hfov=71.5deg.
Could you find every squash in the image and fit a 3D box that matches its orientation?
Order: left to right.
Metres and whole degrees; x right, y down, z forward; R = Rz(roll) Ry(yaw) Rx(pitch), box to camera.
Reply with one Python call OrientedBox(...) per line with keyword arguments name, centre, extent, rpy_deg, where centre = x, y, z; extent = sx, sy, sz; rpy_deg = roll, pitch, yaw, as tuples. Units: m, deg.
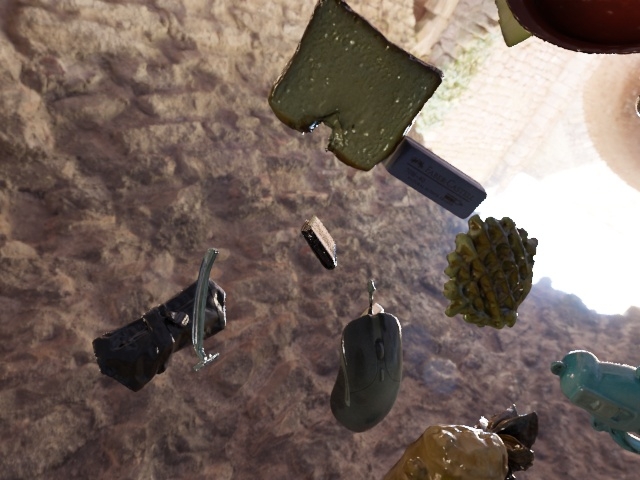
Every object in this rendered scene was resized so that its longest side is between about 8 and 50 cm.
OrientedBox(name="squash", centre=(0.554, -0.665, 1.166), extent=(0.155, 0.204, 0.237), rpy_deg=(-26, -78, -58))

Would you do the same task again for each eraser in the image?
OrientedBox(name="eraser", centre=(0.242, -0.134, 0.946), extent=(0.225, 0.082, 0.036), rpy_deg=(31, -142, -8))

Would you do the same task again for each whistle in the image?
OrientedBox(name="whistle", centre=(0.496, 0.259, 0.695), extent=(0.274, 0.186, 0.093), rpy_deg=(26, -144, 11))

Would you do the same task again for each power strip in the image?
OrientedBox(name="power strip", centre=(0.168, 0.309, 1.658), extent=(0.066, 0.092, 0.387), rpy_deg=(42, -162, 10))

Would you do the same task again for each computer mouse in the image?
OrientedBox(name="computer mouse", centre=(0.113, 0.270, 0.981), extent=(0.167, 0.379, 0.090), rpy_deg=(-8, -162, -26))

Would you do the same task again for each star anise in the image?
OrientedBox(name="star anise", centre=(0.497, 0.603, 1.265), extent=(0.117, 0.332, 0.332), rpy_deg=(46, -148, 0))

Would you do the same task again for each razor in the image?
OrientedBox(name="razor", centre=(-0.188, 0.107, 0.719), extent=(0.037, 0.191, 0.068), rpy_deg=(2, 180, 6))

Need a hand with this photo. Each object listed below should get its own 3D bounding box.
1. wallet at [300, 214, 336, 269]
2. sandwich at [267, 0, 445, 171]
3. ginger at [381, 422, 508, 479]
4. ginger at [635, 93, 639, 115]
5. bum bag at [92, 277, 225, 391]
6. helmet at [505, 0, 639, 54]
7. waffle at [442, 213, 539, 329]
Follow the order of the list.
OrientedBox(name="wallet", centre=(0.000, 0.000, 1.001), extent=(0.110, 0.031, 0.198), rpy_deg=(56, -173, -7))
OrientedBox(name="sandwich", centre=(0.059, -0.283, 0.845), extent=(0.273, 0.249, 0.095), rpy_deg=(31, -159, -14))
OrientedBox(name="ginger", centre=(0.113, 0.382, 0.601), extent=(0.190, 0.354, 0.126), rpy_deg=(41, -168, -33))
OrientedBox(name="ginger", centre=(0.513, -0.251, 0.639), extent=(0.080, 0.104, 0.204), rpy_deg=(50, -175, 39))
OrientedBox(name="bum bag", centre=(-0.321, 0.194, 0.952), extent=(0.310, 0.074, 0.137), rpy_deg=(-34, -74, -39))
OrientedBox(name="helmet", centre=(0.536, -0.478, 0.758), extent=(0.385, 0.337, 0.230), rpy_deg=(8, -165, 38))
OrientedBox(name="waffle", centre=(0.331, 0.060, 0.856), extent=(0.204, 0.223, 0.054), rpy_deg=(16, 180, -19))
